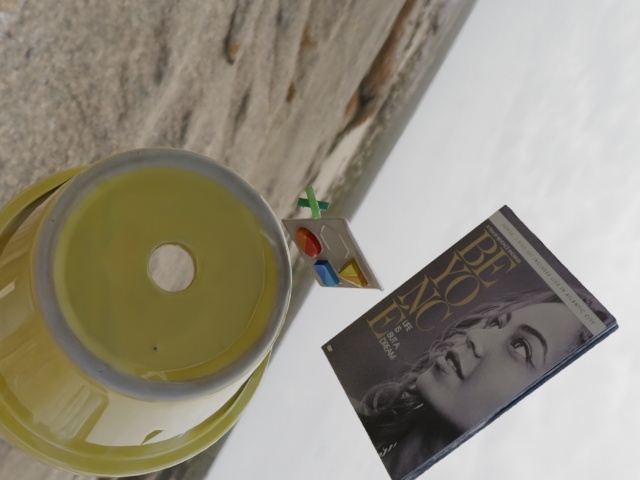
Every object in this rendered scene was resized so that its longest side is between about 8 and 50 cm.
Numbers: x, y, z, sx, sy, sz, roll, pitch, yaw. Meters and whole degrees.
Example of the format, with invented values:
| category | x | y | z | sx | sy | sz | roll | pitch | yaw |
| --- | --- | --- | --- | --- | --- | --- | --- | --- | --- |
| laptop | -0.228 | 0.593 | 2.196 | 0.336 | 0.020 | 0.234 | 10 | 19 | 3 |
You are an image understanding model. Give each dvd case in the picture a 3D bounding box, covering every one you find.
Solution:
| category | x | y | z | sx | sy | sz | roll | pitch | yaw |
| --- | --- | --- | --- | --- | --- | --- | --- | --- | --- |
| dvd case | 0.118 | 0.085 | 0.706 | 0.221 | 0.018 | 0.164 | -38 | -136 | 6 |

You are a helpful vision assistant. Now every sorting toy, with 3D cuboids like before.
| category | x | y | z | sx | sy | sz | roll | pitch | yaw |
| --- | --- | --- | --- | --- | --- | --- | --- | --- | --- |
| sorting toy | 0.000 | 0.000 | 0.505 | 0.062 | 0.083 | 0.012 | 3 | -138 | 47 |

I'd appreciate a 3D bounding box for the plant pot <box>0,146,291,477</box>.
| category | x | y | z | sx | sy | sz | roll | pitch | yaw |
| --- | --- | --- | --- | --- | --- | --- | --- | --- | --- |
| plant pot | -0.136 | 0.046 | 0.606 | 0.254 | 0.254 | 0.239 | -59 | -168 | -25 |
